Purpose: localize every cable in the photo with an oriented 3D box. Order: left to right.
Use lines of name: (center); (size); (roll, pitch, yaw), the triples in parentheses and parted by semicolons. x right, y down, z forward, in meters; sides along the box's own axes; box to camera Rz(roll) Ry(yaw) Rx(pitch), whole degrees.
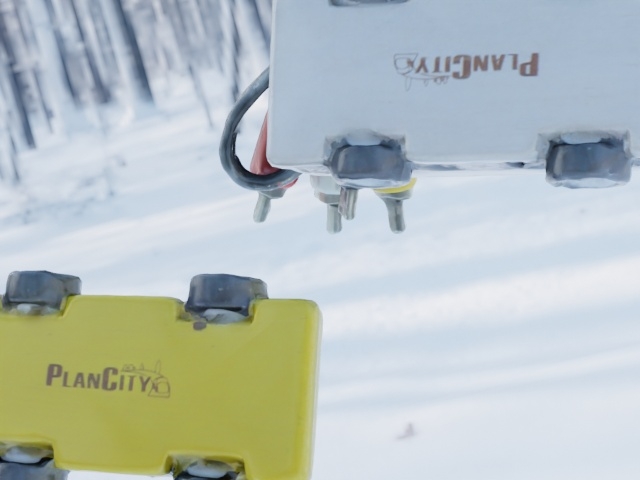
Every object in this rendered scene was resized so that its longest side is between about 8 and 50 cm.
cable: (0.010, -0.135, 1.002); (0.139, 0.287, 0.072); (3, 16, -16)

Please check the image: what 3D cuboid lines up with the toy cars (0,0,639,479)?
toy cars: (0.000, 0.000, 0.714); (0.394, 0.176, 0.087); (-41, -20, 12)
